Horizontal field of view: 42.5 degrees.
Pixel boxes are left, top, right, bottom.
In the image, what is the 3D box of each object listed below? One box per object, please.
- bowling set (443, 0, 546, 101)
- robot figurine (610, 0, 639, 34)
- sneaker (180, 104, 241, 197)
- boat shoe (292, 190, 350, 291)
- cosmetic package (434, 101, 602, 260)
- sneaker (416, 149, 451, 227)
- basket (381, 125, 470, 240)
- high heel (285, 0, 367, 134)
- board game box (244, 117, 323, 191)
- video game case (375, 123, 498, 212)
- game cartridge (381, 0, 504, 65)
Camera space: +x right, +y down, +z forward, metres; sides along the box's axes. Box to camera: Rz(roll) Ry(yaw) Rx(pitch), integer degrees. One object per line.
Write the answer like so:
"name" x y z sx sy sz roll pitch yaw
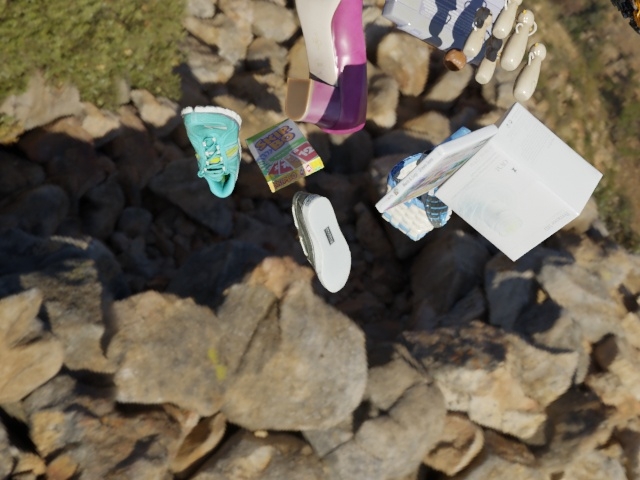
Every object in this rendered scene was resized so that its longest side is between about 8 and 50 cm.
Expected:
"bowling set" 0.384 -0.457 1.862 0.154 0.200 0.287 -66 149 -20
"robot figurine" 0.628 -0.551 1.623 0.085 0.211 0.291 -24 83 -6
"sneaker" -0.200 -0.174 1.590 0.275 0.107 0.110 75 15 -68
"boat shoe" 0.000 0.000 1.588 0.078 0.070 0.219 -34 127 -28
"cosmetic package" 0.391 -0.111 1.652 0.224 0.224 0.138 39 57 -1
"sneaker" 0.274 -0.124 2.037 0.071 0.083 0.191 -5 84 -18
"basket" 0.298 -0.162 2.257 0.201 0.289 0.255 40 38 14
"high heel" 0.044 -0.380 1.470 0.127 0.377 0.181 25 15 38
"board game box" -0.089 -0.202 1.856 0.039 0.124 0.259 65 -3 -32
"video game case" 0.166 -0.103 1.166 0.157 0.143 0.019 -25 76 -47
"game cartridge" 0.318 -0.592 2.051 0.355 0.068 0.230 17 91 -34
